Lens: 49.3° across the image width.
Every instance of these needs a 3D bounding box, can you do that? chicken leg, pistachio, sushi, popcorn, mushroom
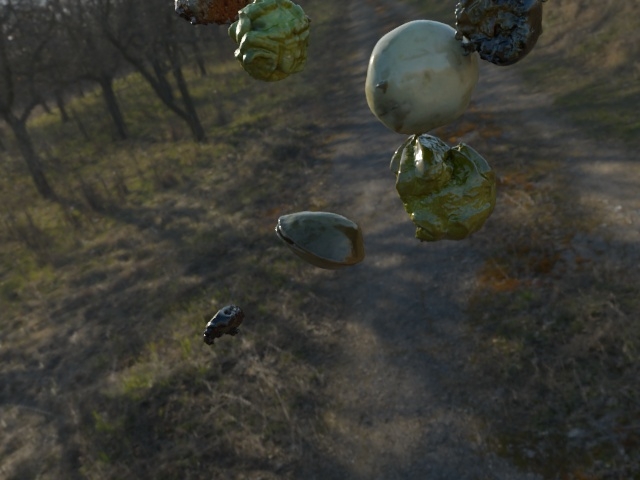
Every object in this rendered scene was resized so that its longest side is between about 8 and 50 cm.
[{"bbox_3d":[-0.238,0.214,1.783,0.106,0.051,0.253,-52,-10,0],"label":"chicken leg"},{"bbox_3d":[0.000,0.000,2.031,0.260,0.163,0.213,7,24,-13],"label":"pistachio"},{"bbox_3d":[0.449,-0.545,1.711,0.200,0.213,0.204,22,28,26],"label":"sushi"},{"bbox_3d":[-0.115,-0.452,1.563,0.167,0.188,0.185,2,-3,-27],"label":"popcorn"},{"bbox_3d":[0.256,-0.444,1.915,0.314,0.314,0.336,-23,14,-8],"label":"mushroom"}]

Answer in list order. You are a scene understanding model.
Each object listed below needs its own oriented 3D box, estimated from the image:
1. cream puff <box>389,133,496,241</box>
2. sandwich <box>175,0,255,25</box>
[{"bbox_3d":[0.348,-0.170,1.950,0.274,0.270,0.323,-17,41,10],"label":"cream puff"},{"bbox_3d":[-0.273,-0.682,1.885,0.162,0.250,0.301,-33,19,40],"label":"sandwich"}]
